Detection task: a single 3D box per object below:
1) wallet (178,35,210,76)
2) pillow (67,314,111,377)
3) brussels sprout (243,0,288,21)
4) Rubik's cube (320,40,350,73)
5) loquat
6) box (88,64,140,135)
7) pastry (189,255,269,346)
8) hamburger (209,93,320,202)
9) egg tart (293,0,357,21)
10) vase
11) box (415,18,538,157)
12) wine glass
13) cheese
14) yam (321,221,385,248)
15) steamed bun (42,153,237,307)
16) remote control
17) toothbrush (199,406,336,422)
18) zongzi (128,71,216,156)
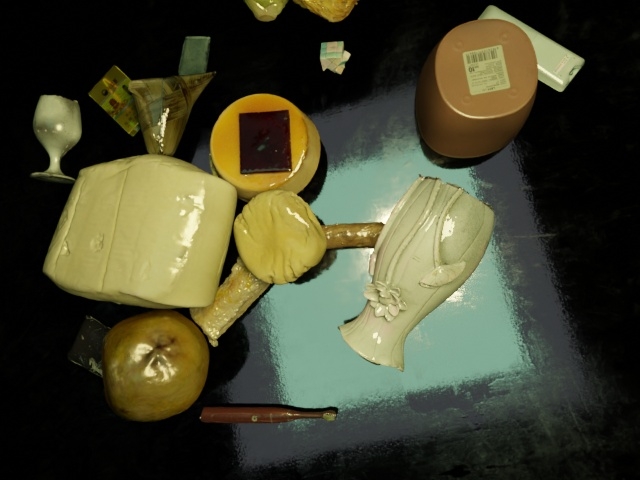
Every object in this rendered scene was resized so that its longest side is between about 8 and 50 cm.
[{"bbox_3d":[-0.372,-0.538,1.262,0.088,0.026,0.129,7,86,13],"label":"wallet"},{"bbox_3d":[-0.599,0.314,1.193,0.208,0.055,0.141,22,79,9],"label":"pillow"},{"bbox_3d":[-0.167,-0.726,1.201,0.131,0.145,0.183,0,78,35],"label":"brussels sprout"},{"bbox_3d":[0.040,-0.500,1.181,0.084,0.073,0.075,16,70,14],"label":"Rubik's cube"},{"bbox_3d":[-0.399,0.298,1.050,0.276,0.284,0.276,10,65,-22],"label":"loquat"},{"bbox_3d":[-0.590,-0.421,1.280,0.193,0.030,0.121,43,91,9],"label":"box"},{"bbox_3d":[-0.237,0.145,1.139,0.121,0.089,0.258,41,90,0],"label":"pastry"},{"bbox_3d":[-0.147,-0.237,1.123,0.300,0.176,0.300,-1,81,4],"label":"hamburger"},{"bbox_3d":[-0.025,-0.733,1.164,0.297,0.132,0.297,3,85,-32],"label":"egg tart"},{"bbox_3d":[0.219,0.087,1.013,0.250,0.250,0.445,30,94,10],"label":"vase"},{"bbox_3d":[0.381,-0.375,1.047,0.301,0.216,0.301,-1,82,8],"label":"box"},{"bbox_3d":[-0.769,-0.292,1.244,0.126,0.126,0.241,3,86,8],"label":"wine glass"},{"bbox_3d":[-0.104,-0.007,1.043,0.214,0.117,0.226,-35,96,17],"label":"cheese"},{"bbox_3d":[0.000,0.000,1.130,0.357,0.081,0.081,-5,83,6],"label":"yam"},{"bbox_3d":[-0.425,-0.016,1.082,0.456,0.290,0.371,8,79,24],"label":"steamed bun"},{"bbox_3d":[0.540,-0.512,1.119,0.293,0.051,0.103,38,90,9],"label":"remote control"},{"bbox_3d":[-0.139,0.460,1.119,0.364,0.041,0.041,-2,84,8],"label":"toothbrush"},{"bbox_3d":[-0.396,-0.358,1.217,0.242,0.112,0.221,-13,96,-12],"label":"zongzi"}]
